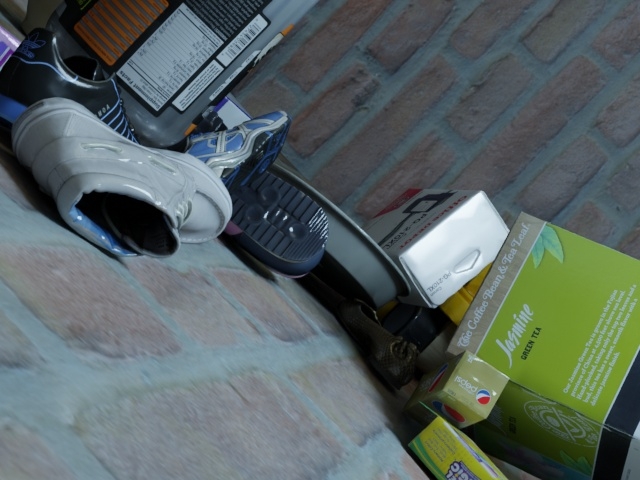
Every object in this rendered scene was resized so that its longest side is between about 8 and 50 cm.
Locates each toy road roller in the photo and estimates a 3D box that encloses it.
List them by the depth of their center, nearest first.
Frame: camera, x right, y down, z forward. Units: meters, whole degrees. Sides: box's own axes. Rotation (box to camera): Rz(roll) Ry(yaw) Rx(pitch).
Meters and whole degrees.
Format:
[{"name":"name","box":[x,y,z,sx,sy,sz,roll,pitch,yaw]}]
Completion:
[{"name":"toy road roller","box":[0.224,0.105,2.152,0.202,0.240,0.329,44,5,-16]}]

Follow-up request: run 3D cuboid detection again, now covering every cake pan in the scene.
[{"name":"cake pan","box":[0.000,0.000,1.926,0.293,0.054,0.293,39,-10,8]}]

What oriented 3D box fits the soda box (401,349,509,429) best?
[{"name":"soda box","box":[0.156,0.183,1.598,0.061,0.058,0.181,34,-19,-2]}]

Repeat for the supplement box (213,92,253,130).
[{"name":"supplement box","box":[-0.187,-0.194,2.028,0.114,0.111,0.220,40,7,-42]}]

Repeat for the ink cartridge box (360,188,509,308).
[{"name":"ink cartridge box","box":[0.152,0.008,2.048,0.100,0.172,0.237,57,-18,-16]}]

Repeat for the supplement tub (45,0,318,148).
[{"name":"supplement tub","box":[-0.156,-0.235,1.439,0.193,0.316,0.193,45,5,-5]}]

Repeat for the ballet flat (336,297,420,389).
[{"name":"ballet flat","box":[0.081,0.129,1.838,0.084,0.058,0.250,42,3,-19]}]

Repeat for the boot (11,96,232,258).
[{"name":"boot","box":[-0.149,-0.023,1.159,0.258,0.095,0.123,25,24,-50]}]

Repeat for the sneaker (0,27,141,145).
[{"name":"sneaker","box":[-0.201,-0.106,1.219,0.081,0.090,0.232,24,-6,30]}]

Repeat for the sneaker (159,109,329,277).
[{"name":"sneaker","box":[-0.126,-0.066,1.692,0.319,0.112,0.131,44,-18,12]}]

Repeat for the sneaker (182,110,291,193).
[{"name":"sneaker","box":[-0.111,-0.104,1.579,0.081,0.080,0.211,37,46,16]}]

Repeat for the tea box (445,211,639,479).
[{"name":"tea box","box":[0.349,0.177,1.716,0.323,0.220,0.329,24,-21,19]}]

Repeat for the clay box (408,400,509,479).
[{"name":"clay box","box":[0.182,0.277,1.484,0.222,0.053,0.127,46,2,32]}]

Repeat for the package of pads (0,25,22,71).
[{"name":"package of pads","box":[-0.300,-0.170,1.267,0.083,0.050,0.032,40,2,-41]}]

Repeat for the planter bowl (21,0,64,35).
[{"name":"planter bowl","box":[-0.311,-0.279,1.732,0.162,0.109,0.162,44,5,-5]}]
